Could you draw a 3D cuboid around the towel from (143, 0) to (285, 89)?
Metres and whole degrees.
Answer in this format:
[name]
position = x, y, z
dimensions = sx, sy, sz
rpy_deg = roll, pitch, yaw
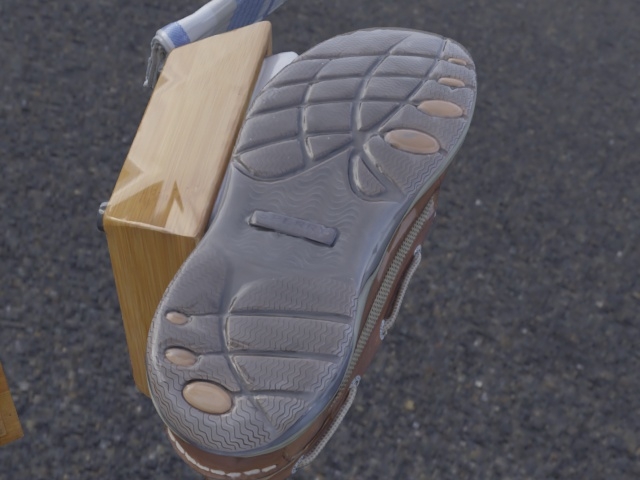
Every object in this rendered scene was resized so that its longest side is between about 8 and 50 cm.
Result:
[towel]
position = -0.058, -0.253, 1.127
dimensions = 0.285, 0.209, 0.034
rpy_deg = -40, 94, -11

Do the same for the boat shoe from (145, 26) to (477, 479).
[boat shoe]
position = 0.000, 0.000, 0.642
dimensions = 0.123, 0.116, 0.324
rpy_deg = 20, 52, 16

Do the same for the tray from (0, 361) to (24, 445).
[tray]
position = -0.506, 0.173, 1.058
dimensions = 0.410, 0.203, 0.076
rpy_deg = -21, 33, -21

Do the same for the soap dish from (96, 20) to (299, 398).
[soap dish]
position = -0.091, -0.004, 0.950
dimensions = 0.118, 0.291, 0.229
rpy_deg = 10, 52, 5
